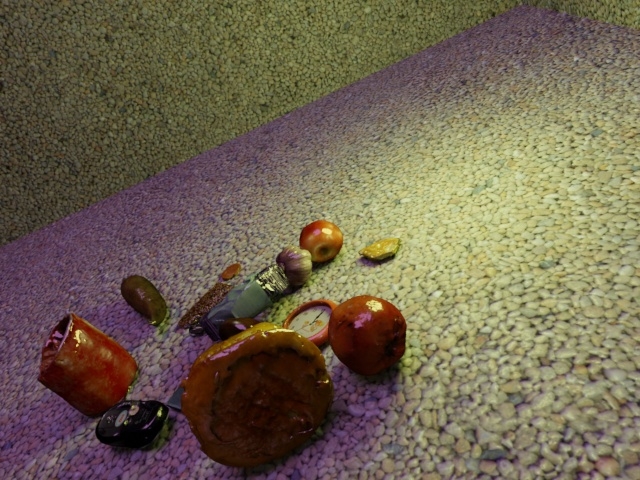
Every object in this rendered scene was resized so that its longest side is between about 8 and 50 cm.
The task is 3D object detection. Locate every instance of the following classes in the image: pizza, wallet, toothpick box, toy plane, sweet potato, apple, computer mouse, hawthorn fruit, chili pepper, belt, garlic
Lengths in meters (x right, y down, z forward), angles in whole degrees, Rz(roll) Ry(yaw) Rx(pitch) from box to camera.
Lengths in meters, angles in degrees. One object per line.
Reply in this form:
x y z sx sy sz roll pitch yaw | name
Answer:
0.210 0.035 1.799 0.160 0.036 0.099 -21 31 10 | pizza
-0.409 0.471 1.614 0.088 0.026 0.129 1 39 32 | wallet
-0.253 0.367 1.513 0.192 0.192 0.294 0 47 37 | toothpick box
-0.422 0.311 1.844 0.120 0.049 0.031 -6 33 0 | toy plane
-0.700 0.242 2.085 0.130 0.131 0.422 -37 39 -18 | sweet potato
0.000 0.000 1.890 0.163 0.163 0.139 -24 43 3 | apple
-0.549 0.548 1.539 0.233 0.096 0.137 -8 40 21 | computer mouse
0.111 0.243 1.420 0.211 0.211 0.299 -34 19 -12 | hawthorn fruit
-0.796 0.414 1.730 0.229 0.305 0.251 -8 45 37 | chili pepper
-0.253 0.202 1.733 0.324 0.122 0.260 -36 5 -7 | belt
-0.100 0.092 1.839 0.102 0.147 0.159 -23 7 -40 | garlic

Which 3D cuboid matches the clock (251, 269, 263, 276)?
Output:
-0.205 0.147 1.934 0.135 0.041 0.101 -35 31 -16 | clock

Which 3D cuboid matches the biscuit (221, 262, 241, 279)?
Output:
-0.358 0.127 2.102 0.091 0.015 0.078 -42 36 -24 | biscuit

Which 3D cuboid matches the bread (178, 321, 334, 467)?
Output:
-0.157 0.366 1.294 0.358 0.337 0.204 -22 22 -9 | bread

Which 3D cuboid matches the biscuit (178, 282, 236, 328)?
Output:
-0.426 0.247 1.962 0.131 0.026 0.237 5 42 43 | biscuit

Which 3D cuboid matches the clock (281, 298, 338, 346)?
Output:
-0.029 0.263 1.620 0.205 0.051 0.205 -20 31 12 | clock
